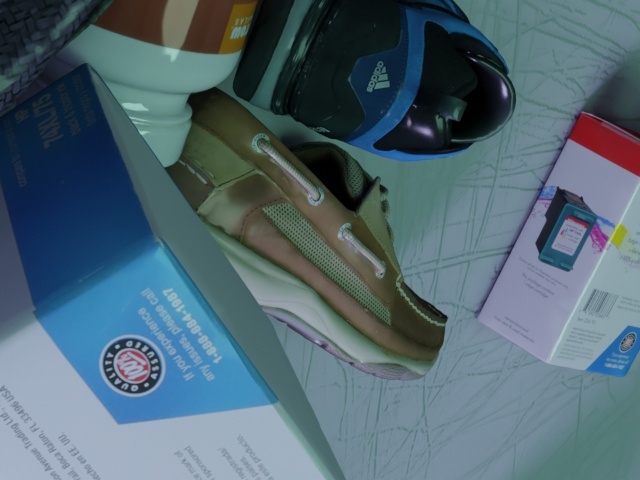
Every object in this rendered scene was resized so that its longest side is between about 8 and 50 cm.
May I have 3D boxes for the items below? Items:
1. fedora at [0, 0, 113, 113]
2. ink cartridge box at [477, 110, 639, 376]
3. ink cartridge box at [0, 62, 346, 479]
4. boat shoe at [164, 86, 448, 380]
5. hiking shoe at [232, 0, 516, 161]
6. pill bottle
[{"bbox_3d":[-0.186,-0.128,0.752,0.334,0.152,0.334,-16,133,-18],"label":"fedora"},{"bbox_3d":[0.234,-0.014,1.452,0.134,0.078,0.231,14,105,-53],"label":"ink cartridge box"},{"bbox_3d":[-0.158,0.094,0.878,0.270,0.197,0.198,-32,122,2],"label":"ink cartridge box"},{"bbox_3d":[0.000,0.000,1.164,0.116,0.123,0.324,-59,145,0],"label":"boat shoe"},{"bbox_3d":[0.052,-0.090,1.089,0.113,0.132,0.304,-66,167,15],"label":"hiking shoe"},{"bbox_3d":[-0.085,-0.153,0.948,0.121,0.121,0.216,-3,118,-48],"label":"pill bottle"}]
